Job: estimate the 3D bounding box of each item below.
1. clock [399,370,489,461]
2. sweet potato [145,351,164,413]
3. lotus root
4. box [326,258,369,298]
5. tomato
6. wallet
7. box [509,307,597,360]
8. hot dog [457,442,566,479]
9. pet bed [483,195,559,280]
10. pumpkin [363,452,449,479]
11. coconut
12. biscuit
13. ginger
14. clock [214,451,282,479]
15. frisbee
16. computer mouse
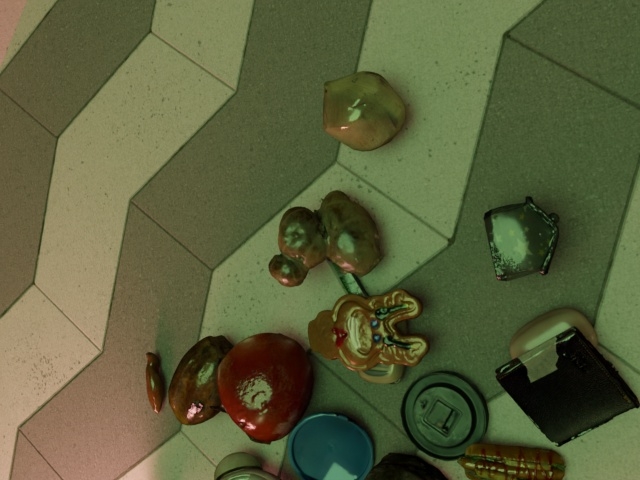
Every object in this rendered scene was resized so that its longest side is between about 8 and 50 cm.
[{"bbox_3d":[0.318,0.446,1.808,0.226,0.049,0.225,0,90,28],"label":"clock"},{"bbox_3d":[-0.528,0.454,2.255,0.058,0.055,0.202,-6,89,29],"label":"sweet potato"},{"bbox_3d":[-0.340,0.425,2.086,0.193,0.193,0.290,39,108,22],"label":"lotus root"},{"bbox_3d":[0.061,0.083,1.938,0.050,0.041,0.207,-36,76,21],"label":"box"},{"bbox_3d":[-0.140,0.418,1.924,0.309,0.170,0.308,-2,107,-6],"label":"tomato"},{"bbox_3d":[0.559,0.338,1.604,0.221,0.071,0.262,-36,106,26],"label":"wallet"},{"bbox_3d":[0.544,0.245,1.657,0.200,0.088,0.145,-37,77,25],"label":"box"},{"bbox_3d":[0.455,0.545,1.695,0.250,0.076,0.104,4,90,10],"label":"hot dog"},{"bbox_3d":[0.473,-0.006,1.622,0.159,0.211,0.183,-13,84,18],"label":"pet bed"},{"bbox_3d":[0.217,0.700,1.780,0.303,0.225,0.256,50,117,12],"label":"pumpkin"},{"bbox_3d":[0.100,-0.335,1.799,0.224,0.224,0.224,1,92,28],"label":"coconut"},{"bbox_3d":[0.115,0.235,1.819,0.334,0.047,0.201,-9,85,29],"label":"biscuit"},{"bbox_3d":[0.000,0.000,1.867,0.304,0.155,0.244,-15,81,7],"label":"ginger"},{"bbox_3d":[-0.206,0.790,1.973,0.326,0.184,0.342,19,57,24],"label":"clock"},{"bbox_3d":[0.030,0.577,1.946,0.242,0.045,0.241,2,103,11],"label":"frisbee"},{"bbox_3d":[0.160,0.262,1.866,0.145,0.082,0.236,-2,89,28],"label":"computer mouse"}]
